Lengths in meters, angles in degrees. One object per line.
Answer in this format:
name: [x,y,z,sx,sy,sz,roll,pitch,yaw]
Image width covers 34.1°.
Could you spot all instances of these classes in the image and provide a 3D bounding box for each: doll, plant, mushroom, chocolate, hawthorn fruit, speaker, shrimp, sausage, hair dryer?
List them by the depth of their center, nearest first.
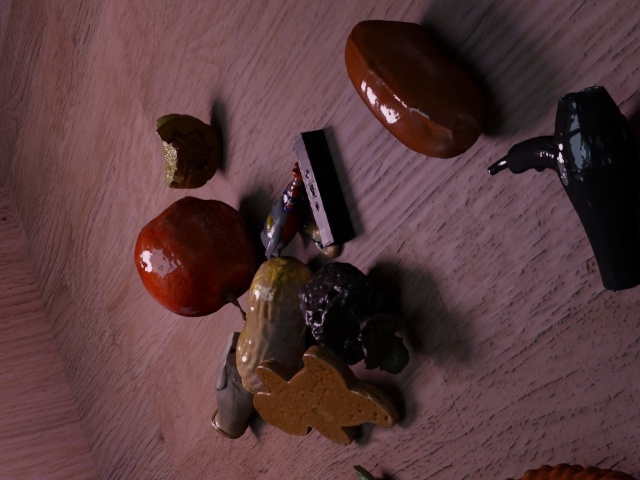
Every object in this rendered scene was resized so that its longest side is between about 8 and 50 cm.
hair dryer: [0.287,-0.068,1.248,0.271,0.091,0.236,-155,47,-69]
sausage: [0.121,-0.206,1.400,0.258,0.133,0.133,54,143,35]
plant: [0.054,0.123,1.621,0.142,0.131,0.203,43,177,-31]
speaker: [0.003,-0.087,1.729,0.040,0.046,0.191,-30,74,60]
shrimp: [0.000,0.000,1.793,0.108,0.023,0.059,21,127,57]
doll: [-0.062,-0.044,1.823,0.104,0.062,0.195,-105,30,-54]
chocolate: [-0.077,0.160,1.882,0.134,0.134,0.309,51,137,38]
hawthorn fruit: [-0.216,0.055,1.982,0.272,0.242,0.242,50,141,29]
mushroom: [-0.172,0.307,2.136,0.108,0.096,0.247,26,130,23]

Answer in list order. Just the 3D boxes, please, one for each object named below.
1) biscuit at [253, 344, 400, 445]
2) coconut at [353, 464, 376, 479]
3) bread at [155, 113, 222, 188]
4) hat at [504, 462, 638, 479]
biscuit: [-0.011,0.268,1.797,0.216,0.047,0.339,41,147,-6]
coconut: [0.086,0.464,1.783,0.133,0.055,0.158,54,144,33]
bread: [-0.262,-0.183,2.076,0.086,0.125,0.156,-138,34,-57]
hat: [0.303,0.484,1.216,0.285,0.285,0.400,5,109,59]
